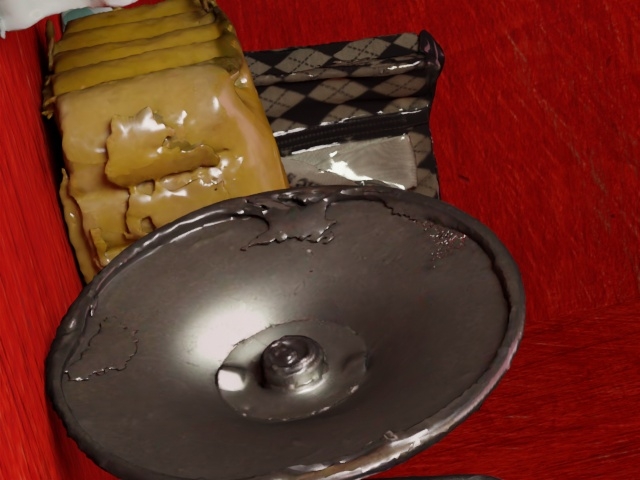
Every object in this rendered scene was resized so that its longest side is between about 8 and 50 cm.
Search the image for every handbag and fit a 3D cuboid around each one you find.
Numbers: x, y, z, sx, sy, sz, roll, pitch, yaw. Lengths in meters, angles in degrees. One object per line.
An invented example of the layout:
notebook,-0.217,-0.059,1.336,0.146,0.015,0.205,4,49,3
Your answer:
handbag,0.000,0.000,1.815,0.180,0.317,0.416,-89,167,-67

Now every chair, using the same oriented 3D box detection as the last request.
chair,0.016,0.193,0.927,0.226,0.227,0.401,-105,-178,-54

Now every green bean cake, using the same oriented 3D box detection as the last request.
green bean cake,-0.087,-0.031,1.124,0.229,0.131,0.224,-107,-177,-65

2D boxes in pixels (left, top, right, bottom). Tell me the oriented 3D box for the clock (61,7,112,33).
clock,-0.159,-0.127,1.323,0.135,0.041,0.101,-106,-177,-67

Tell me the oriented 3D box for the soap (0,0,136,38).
soap,-0.154,-0.252,0.893,0.150,0.094,0.261,-105,-177,-53
